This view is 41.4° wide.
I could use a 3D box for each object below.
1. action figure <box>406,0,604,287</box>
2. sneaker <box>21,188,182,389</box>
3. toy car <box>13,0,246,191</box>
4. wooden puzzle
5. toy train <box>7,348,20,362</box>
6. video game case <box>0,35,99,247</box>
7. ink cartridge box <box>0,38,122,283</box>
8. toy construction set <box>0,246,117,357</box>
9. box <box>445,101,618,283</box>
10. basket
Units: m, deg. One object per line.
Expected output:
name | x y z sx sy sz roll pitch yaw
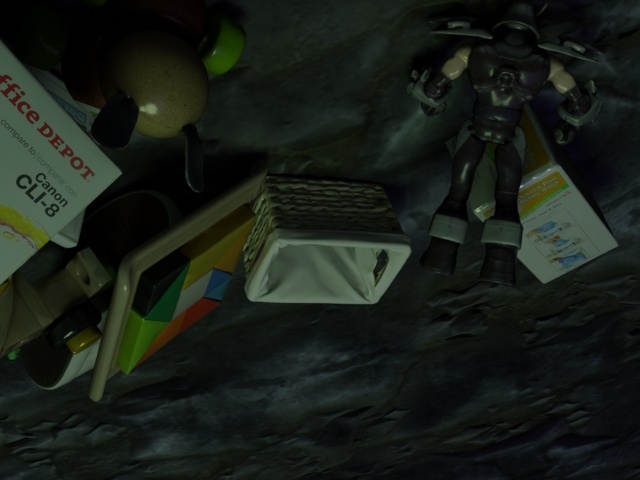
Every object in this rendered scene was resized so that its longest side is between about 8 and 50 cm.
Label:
action figure | 0.167 -0.103 0.827 0.185 0.284 0.099 14 -171 19
sneaker | -0.231 0.046 0.968 0.290 0.106 0.123 -48 165 27
toy car | -0.145 -0.119 0.683 0.155 0.188 0.149 23 128 -40
wooden puzzle | -0.144 0.045 0.892 0.239 0.044 0.221 -45 167 -44
toy train | -0.382 0.123 1.045 0.017 0.023 0.083 -3 141 -17
video game case | -0.255 -0.088 0.721 0.019 0.143 0.157 -11 150 30
ink cartridge box | -0.252 -0.043 0.580 0.176 0.127 0.128 -45 117 -11
toy construction set | -0.321 0.007 0.791 0.237 0.257 0.308 -26 148 -34
box | 0.246 -0.054 0.976 0.103 0.114 0.203 -31 141 21
basket | 0.000 0.000 0.964 0.167 0.103 0.113 4 139 -23
